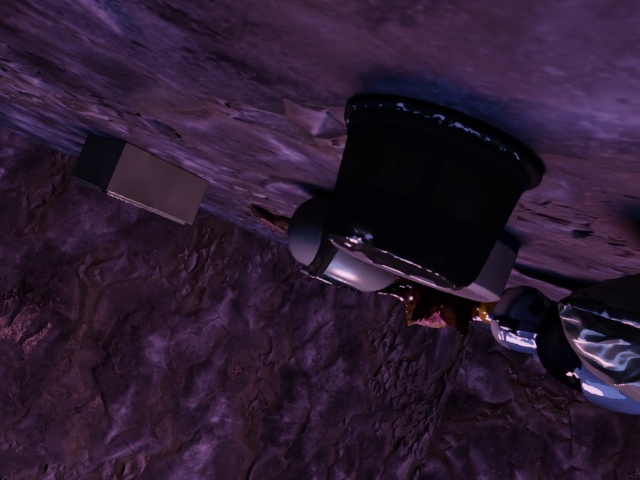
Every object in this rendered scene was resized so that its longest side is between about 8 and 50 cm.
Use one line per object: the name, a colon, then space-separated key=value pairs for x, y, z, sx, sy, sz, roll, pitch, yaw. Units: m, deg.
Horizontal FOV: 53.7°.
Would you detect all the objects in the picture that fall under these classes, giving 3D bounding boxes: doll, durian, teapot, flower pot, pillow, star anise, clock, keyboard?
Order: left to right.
keyboard: x=-0.139 y=-0.053 z=1.674 sx=0.055 sy=0.017 sz=0.166 roll=50 pitch=-174 yaw=21
teapot: x=0.038 y=0.014 z=0.998 sx=0.193 sy=0.129 sz=0.294 roll=22 pitch=175 yaw=13
flower pot: x=0.073 y=-0.027 z=0.478 sx=0.157 sy=0.106 sz=0.157 roll=22 pitch=174 yaw=2
clock: x=0.126 y=0.006 z=0.795 sx=0.230 sy=0.083 sz=0.230 roll=19 pitch=173 yaw=2
durian: x=0.384 y=0.247 z=2.235 sx=0.182 sy=0.132 sz=0.165 roll=11 pitch=-171 yaw=-8
star anise: x=0.253 y=0.103 z=1.332 sx=0.272 sy=0.102 sz=0.272 roll=15 pitch=-159 yaw=-6
doll: x=0.366 y=0.137 z=0.857 sx=0.177 sy=0.141 sz=0.314 roll=1 pitch=-165 yaw=-40
pillow: x=0.364 y=0.110 z=0.528 sx=0.283 sy=0.138 sz=0.310 roll=18 pitch=178 yaw=44

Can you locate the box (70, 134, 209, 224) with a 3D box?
box: x=-0.422 y=-0.138 z=1.473 sx=0.225 sy=0.117 sz=0.225 roll=25 pitch=175 yaw=-41

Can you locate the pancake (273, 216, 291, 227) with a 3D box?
pancake: x=0.000 y=0.000 z=1.689 sx=0.286 sy=0.033 sz=0.288 roll=22 pitch=176 yaw=-19

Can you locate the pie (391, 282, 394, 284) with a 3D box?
pie: x=0.285 y=0.134 z=1.658 sx=0.339 sy=0.083 sz=0.339 roll=19 pitch=176 yaw=1
